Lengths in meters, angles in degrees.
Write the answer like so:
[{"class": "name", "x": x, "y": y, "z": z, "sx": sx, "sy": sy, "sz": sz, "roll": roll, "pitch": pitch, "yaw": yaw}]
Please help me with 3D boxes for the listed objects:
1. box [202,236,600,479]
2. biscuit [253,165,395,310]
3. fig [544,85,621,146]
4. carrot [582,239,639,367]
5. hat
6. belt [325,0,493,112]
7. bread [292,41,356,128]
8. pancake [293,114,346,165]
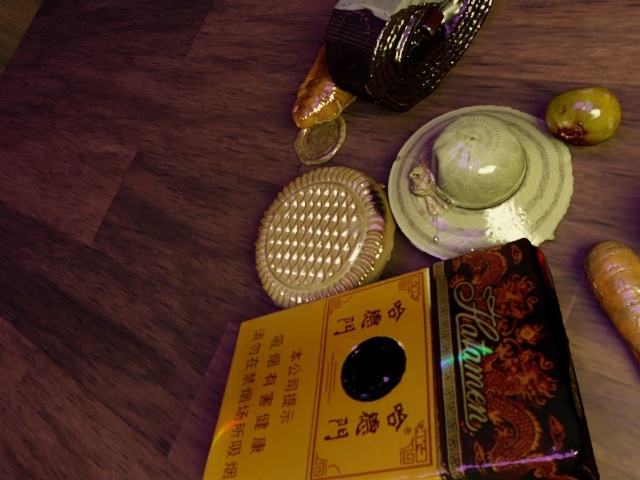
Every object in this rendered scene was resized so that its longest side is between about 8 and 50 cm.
[{"class": "box", "x": 0.076, "y": 0.176, "z": 0.636, "sx": 0.416, "sy": 0.115, "sz": 0.264, "roll": -19, "pitch": 38, "yaw": 26}, {"class": "biscuit", "x": 0.000, "y": 0.000, "z": 0.842, "sx": 0.259, "sy": 0.079, "sz": 0.258, "roll": -15, "pitch": 62, "yaw": 29}, {"class": "fig", "x": 0.340, "y": -0.166, "z": 0.694, "sx": 0.098, "sy": 0.082, "sz": 0.084, "roll": -51, "pitch": 14, "yaw": -15}, {"class": "carrot", "x": 0.343, "y": 0.081, "z": 0.587, "sx": 0.060, "sy": 0.060, "sz": 0.186, "roll": -28, "pitch": 56, "yaw": 21}, {"class": "hat", "x": 0.199, "y": -0.099, "z": 0.702, "sx": 0.252, "sy": 0.110, "sz": 0.251, "roll": -8, "pitch": 64, "yaw": 17}, {"class": "belt", "x": 0.132, "y": -0.347, "z": 0.846, "sx": 0.289, "sy": 0.184, "sz": 0.164, "roll": -51, "pitch": 46, "yaw": -2}, {"class": "bread", "x": 0.027, "y": -0.281, "z": 0.950, "sx": 0.105, "sy": 0.076, "sz": 0.232, "roll": 7, "pitch": 69, "yaw": 45}, {"class": "pancake", "x": -0.002, "y": -0.182, "z": 0.970, "sx": 0.115, "sy": 0.011, "sz": 0.114, "roll": -16, "pitch": 60, "yaw": 30}]
